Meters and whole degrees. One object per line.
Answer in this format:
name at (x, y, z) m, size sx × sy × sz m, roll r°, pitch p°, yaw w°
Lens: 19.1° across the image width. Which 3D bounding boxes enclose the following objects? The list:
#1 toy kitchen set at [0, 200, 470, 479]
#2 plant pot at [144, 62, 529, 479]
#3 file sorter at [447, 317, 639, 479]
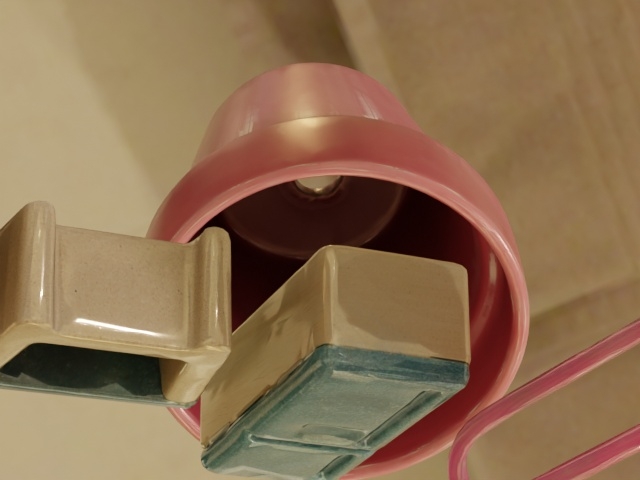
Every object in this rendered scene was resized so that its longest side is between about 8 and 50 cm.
toy kitchen set at (-0.069, 0.089, 0.602) m, size 0.122 × 0.207 × 0.166 m, roll 135°, pitch -40°, yaw -58°
plant pot at (0.000, 0.000, 1.037) m, size 0.180 × 0.201 × 0.201 m, roll -100°, pitch 166°, yaw -58°
file sorter at (0.114, 0.170, 0.534) m, size 0.202 × 0.182 × 0.291 m, roll 46°, pitch 34°, yaw -13°
